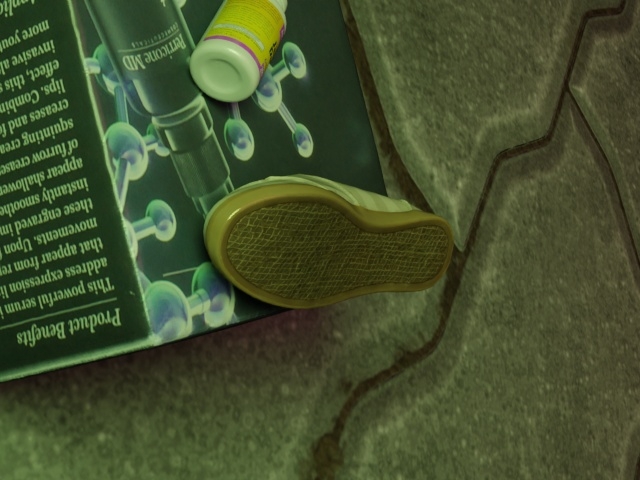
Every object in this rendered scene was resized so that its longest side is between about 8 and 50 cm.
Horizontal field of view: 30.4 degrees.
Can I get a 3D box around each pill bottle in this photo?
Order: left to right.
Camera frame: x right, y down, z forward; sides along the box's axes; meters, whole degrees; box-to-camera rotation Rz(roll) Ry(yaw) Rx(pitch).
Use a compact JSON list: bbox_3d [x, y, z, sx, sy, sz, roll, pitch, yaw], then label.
[{"bbox_3d":[-0.047,-0.125,0.720,0.043,0.043,0.083,52,41,-30],"label":"pill bottle"}]

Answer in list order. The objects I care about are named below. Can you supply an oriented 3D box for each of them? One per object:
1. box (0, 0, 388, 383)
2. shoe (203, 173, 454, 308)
[{"bbox_3d":[-0.141,-0.124,0.814,0.293,0.212,0.395,-13,89,-56],"label":"box"},{"bbox_3d":[0.000,0.000,0.740,0.219,0.058,0.076,7,104,-50],"label":"shoe"}]
